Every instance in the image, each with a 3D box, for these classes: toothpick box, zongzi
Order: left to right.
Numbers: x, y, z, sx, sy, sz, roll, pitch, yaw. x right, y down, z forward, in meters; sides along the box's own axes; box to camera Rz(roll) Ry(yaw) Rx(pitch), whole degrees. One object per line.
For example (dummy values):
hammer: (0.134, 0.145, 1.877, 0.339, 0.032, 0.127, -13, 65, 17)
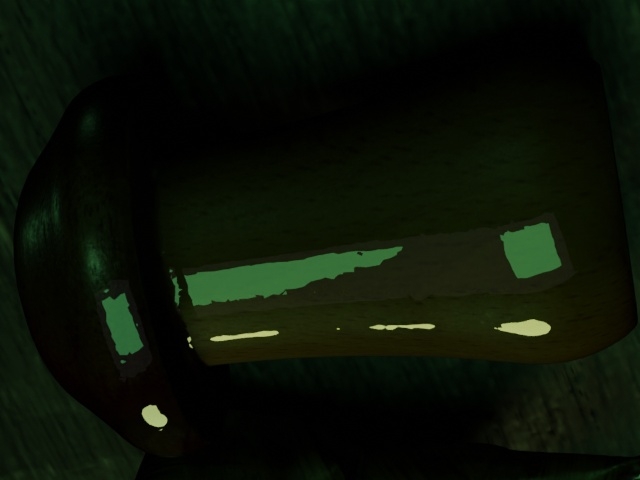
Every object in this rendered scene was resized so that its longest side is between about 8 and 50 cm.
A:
toothpick box: (0.000, 0.000, 0.961, 0.294, 0.192, 0.192, -8, 119, 7)
zongzi: (0.056, 0.225, 1.113, 0.300, 0.138, 0.286, -6, 122, 11)
